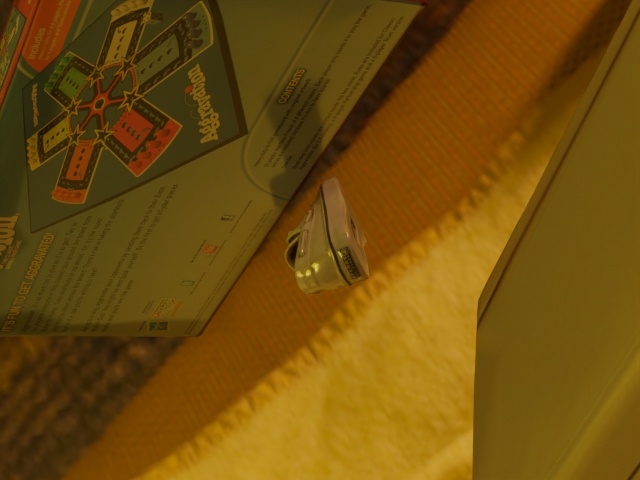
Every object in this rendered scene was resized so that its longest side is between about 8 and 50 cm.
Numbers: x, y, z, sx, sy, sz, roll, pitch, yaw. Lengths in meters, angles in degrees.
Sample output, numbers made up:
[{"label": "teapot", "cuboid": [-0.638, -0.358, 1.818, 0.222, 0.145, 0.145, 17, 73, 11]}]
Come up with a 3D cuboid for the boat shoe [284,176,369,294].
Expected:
[{"label": "boat shoe", "cuboid": [0.000, 0.000, 0.708, 0.035, 0.100, 0.035, -23, 109, 6]}]

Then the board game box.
[{"label": "board game box", "cuboid": [-0.078, -0.031, 0.674, 0.145, 0.027, 0.281, 1, 150, -24]}]

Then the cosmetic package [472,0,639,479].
[{"label": "cosmetic package", "cuboid": [0.153, -0.022, 0.353, 0.160, 0.113, 0.309, 13, 137, -8]}]
